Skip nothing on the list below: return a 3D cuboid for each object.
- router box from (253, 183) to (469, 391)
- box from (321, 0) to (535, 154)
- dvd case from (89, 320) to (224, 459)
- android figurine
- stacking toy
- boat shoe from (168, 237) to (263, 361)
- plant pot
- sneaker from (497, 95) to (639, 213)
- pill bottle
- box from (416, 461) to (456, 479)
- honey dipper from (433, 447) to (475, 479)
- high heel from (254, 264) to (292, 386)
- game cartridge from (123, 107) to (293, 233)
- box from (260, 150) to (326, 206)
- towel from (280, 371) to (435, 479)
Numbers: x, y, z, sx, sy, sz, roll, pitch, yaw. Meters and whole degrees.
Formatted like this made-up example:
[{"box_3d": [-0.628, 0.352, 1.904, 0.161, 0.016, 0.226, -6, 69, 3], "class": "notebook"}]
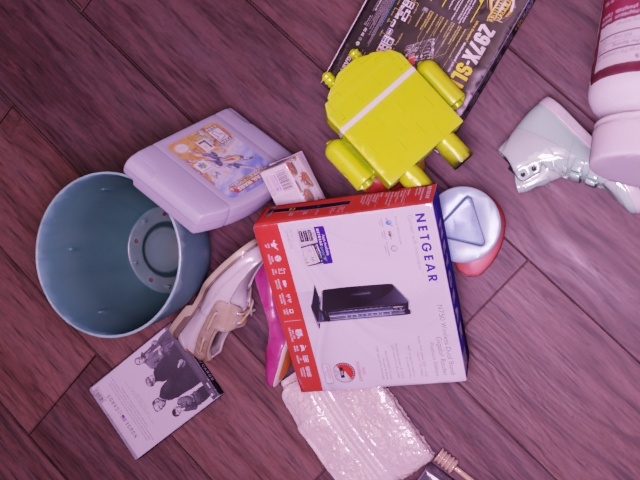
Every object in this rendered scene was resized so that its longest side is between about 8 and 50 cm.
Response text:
[{"box_3d": [0.076, 0.088, 1.440, 0.300, 0.082, 0.336, -8, 114, 17], "class": "router box"}, {"box_3d": [0.188, -0.352, 1.504, 0.257, 0.079, 0.322, 31, 100, 12], "class": "box"}, {"box_3d": [-0.333, 0.304, 1.716, 0.238, 0.029, 0.179, -38, 81, 16], "class": "dvd case"}, {"box_3d": [0.118, -0.202, 1.425, 0.248, 0.056, 0.273, -43, 84, -5], "class": "android figurine"}, {"box_3d": [0.150, -0.018, 1.500, 0.308, 0.130, 0.280, 34, 101, 14], "class": "stacking toy"}, {"box_3d": [-0.172, 0.116, 1.595, 0.103, 0.113, 0.302, 47, 129, 8], "class": "boat shoe"}, {"box_3d": [-0.340, 0.021, 1.600, 0.292, 0.235, 0.293, 1, 92, 18], "class": "plant pot"}, {"box_3d": [0.416, -0.104, 1.430, 0.151, 0.094, 0.256, -44, 70, 8], "class": "sneaker"}, {"box_3d": [0.531, -0.288, 1.282, 0.223, 0.224, 0.393, 9, 82, 17], "class": "pill bottle"}, {"box_3d": [0.239, 0.544, 1.530, 0.231, 0.056, 0.183, 35, 102, 13], "class": "box"}, {"box_3d": [0.276, 0.434, 1.529, 0.160, 0.030, 0.030, 36, 102, 11], "class": "honey dipper"}, {"box_3d": [-0.099, 0.148, 1.608, 0.117, 0.082, 0.244, 13, 96, 17], "class": "high heel"}, {"box_3d": [-0.179, -0.128, 1.522, 0.198, 0.297, 0.062, 35, 130, 15], "class": "game cartridge"}, {"box_3d": [0.000, 0.000, 1.520, 0.067, 0.063, 0.324, -17, 106, 38], "class": "box"}, {"box_3d": [0.062, 0.336, 1.583, 0.187, 0.049, 0.282, -39, 81, 16], "class": "towel"}]
